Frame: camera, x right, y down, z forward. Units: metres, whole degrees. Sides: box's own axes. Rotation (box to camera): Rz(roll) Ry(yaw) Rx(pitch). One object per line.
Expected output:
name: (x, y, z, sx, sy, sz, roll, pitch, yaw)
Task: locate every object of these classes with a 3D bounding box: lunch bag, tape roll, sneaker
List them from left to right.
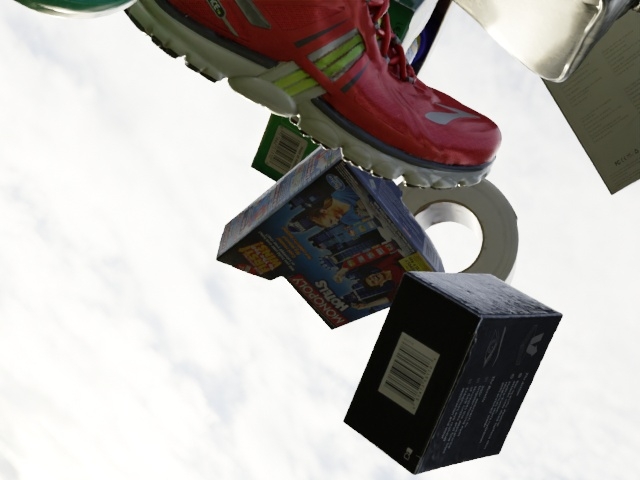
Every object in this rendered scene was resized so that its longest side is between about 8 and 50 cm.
sneaker: (0.014, -0.125, 0.701, 0.279, 0.107, 0.118, 26, -71, -23)
tape roll: (0.217, 0.011, 1.924, 0.246, 0.246, 0.169, 36, -3, 14)
lunch bag: (0.280, -0.341, 1.154, 0.212, 0.256, 0.305, 43, -7, 9)

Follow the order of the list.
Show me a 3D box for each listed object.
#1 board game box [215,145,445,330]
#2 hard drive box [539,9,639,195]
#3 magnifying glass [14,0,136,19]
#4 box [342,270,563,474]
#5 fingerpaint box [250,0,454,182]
board game box: (0.000, 0.000, 1.169, 0.194, 0.060, 0.194, -23, -55, 27)
hard drive box: (0.404, -0.205, 1.458, 0.181, 0.089, 0.232, -36, -100, 47)
magnifying glass: (-0.071, -0.179, 0.547, 0.092, 0.231, 0.026, 56, -34, -6)
box: (0.123, 0.117, 1.028, 0.093, 0.158, 0.156, 31, -74, 35)
fingerpaint box: (0.089, -0.328, 1.895, 0.163, 0.371, 0.444, 31, -45, 6)
